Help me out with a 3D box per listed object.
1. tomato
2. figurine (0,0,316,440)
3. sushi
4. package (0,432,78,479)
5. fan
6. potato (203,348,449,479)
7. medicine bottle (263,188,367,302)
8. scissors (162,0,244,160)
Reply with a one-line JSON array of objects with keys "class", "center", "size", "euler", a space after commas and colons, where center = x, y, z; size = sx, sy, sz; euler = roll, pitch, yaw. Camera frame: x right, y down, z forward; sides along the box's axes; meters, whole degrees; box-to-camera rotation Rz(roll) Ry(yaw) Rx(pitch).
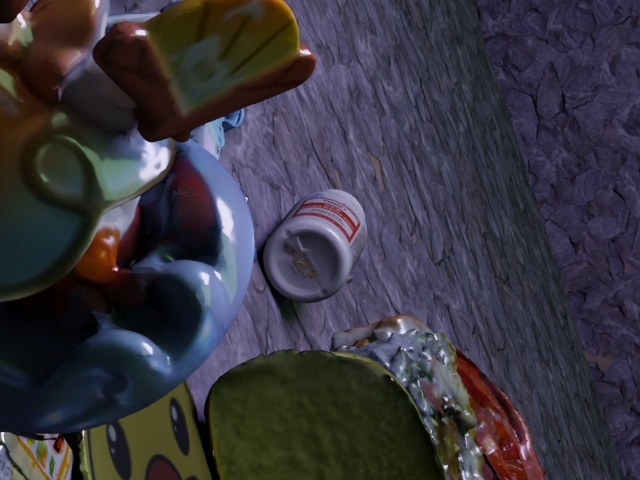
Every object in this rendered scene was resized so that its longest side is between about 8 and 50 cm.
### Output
[{"class": "tomato", "center": [0.157, 0.226, 1.535], "size": [0.228, 0.101, 0.228], "euler": [54, 17, -25]}, {"class": "figurine", "center": [-0.169, -0.112, 0.601], "size": [0.388, 0.276, 0.248], "euler": [62, 5, -54]}, {"class": "sushi", "center": [0.064, 0.199, 1.192], "size": [0.184, 0.139, 0.274], "euler": [29, 44, -63]}, {"class": "package", "center": [-0.161, 0.128, 0.755], "size": [0.108, 0.031, 0.121], "euler": [-85, 157, -52]}, {"class": "fan", "center": [-0.095, 0.189, 0.906], "size": [0.229, 0.011, 0.335], "euler": [4, 70, -77]}, {"class": "potato", "center": [0.022, 0.199, 1.050], "size": [0.111, 0.160, 0.272], "euler": [-41, 112, -83]}, {"class": "medicine bottle", "center": [0.000, 0.000, 1.312], "size": [0.140, 0.079, 0.079], "euler": [-55, 124, -69]}, {"class": "scissors", "center": [-0.102, -0.100, 1.187], "size": [0.256, 0.030, 0.125], "euler": [-91, 157, -52]}]
